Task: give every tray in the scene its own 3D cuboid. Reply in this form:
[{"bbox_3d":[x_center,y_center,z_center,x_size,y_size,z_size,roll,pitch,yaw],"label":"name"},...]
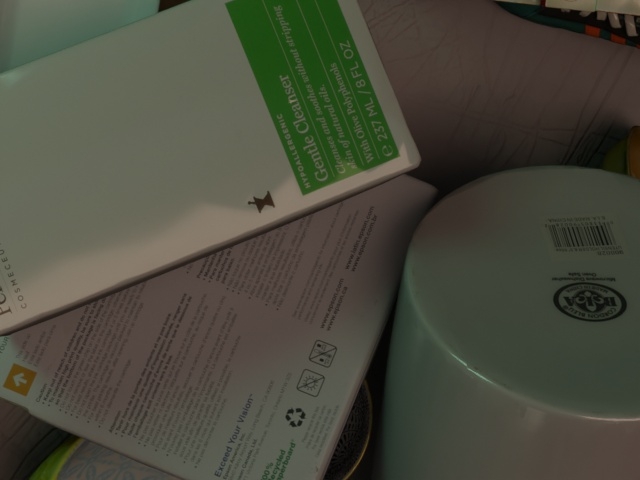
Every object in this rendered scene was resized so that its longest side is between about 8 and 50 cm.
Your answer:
[{"bbox_3d":[-0.209,-0.218,1.222,0.145,0.030,0.270,8,102,-15],"label":"tray"}]

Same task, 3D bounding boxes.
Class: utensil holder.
[{"bbox_3d":[0.207,0.174,1.287,0.327,0.327,0.385,-11,135,-15],"label":"utensil holder"}]

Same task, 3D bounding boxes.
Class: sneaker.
[{"bbox_3d":[0.309,-0.237,1.371,0.302,0.121,0.108,7,107,-19],"label":"sneaker"}]

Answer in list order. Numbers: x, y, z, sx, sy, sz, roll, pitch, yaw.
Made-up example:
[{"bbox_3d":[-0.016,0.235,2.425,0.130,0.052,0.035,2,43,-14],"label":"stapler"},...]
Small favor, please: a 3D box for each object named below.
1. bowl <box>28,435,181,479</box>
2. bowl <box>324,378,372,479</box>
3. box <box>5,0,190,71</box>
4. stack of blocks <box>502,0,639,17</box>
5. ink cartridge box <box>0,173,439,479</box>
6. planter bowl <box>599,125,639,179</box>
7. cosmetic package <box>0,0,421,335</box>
[{"bbox_3d":[-0.201,0.315,1.341,0.156,0.289,0.289,-19,121,35],"label":"bowl"},{"bbox_3d":[-0.018,0.169,1.400,0.170,0.080,0.170,-2,85,19],"label":"bowl"},{"bbox_3d":[-0.226,-0.229,1.244,0.201,0.021,0.164,-23,110,-9],"label":"box"},{"bbox_3d":[0.215,-0.246,1.242,0.297,0.171,0.087,8,101,3],"label":"stack of blocks"},{"bbox_3d":[-0.105,0.043,1.266,0.330,0.071,0.324,22,78,6],"label":"ink cartridge box"},{"bbox_3d":[0.304,0.000,1.439,0.090,0.217,0.217,-15,117,24],"label":"planter bowl"},{"bbox_3d":[-0.129,-0.075,1.163,0.365,0.155,0.197,-24,92,-9],"label":"cosmetic package"}]
